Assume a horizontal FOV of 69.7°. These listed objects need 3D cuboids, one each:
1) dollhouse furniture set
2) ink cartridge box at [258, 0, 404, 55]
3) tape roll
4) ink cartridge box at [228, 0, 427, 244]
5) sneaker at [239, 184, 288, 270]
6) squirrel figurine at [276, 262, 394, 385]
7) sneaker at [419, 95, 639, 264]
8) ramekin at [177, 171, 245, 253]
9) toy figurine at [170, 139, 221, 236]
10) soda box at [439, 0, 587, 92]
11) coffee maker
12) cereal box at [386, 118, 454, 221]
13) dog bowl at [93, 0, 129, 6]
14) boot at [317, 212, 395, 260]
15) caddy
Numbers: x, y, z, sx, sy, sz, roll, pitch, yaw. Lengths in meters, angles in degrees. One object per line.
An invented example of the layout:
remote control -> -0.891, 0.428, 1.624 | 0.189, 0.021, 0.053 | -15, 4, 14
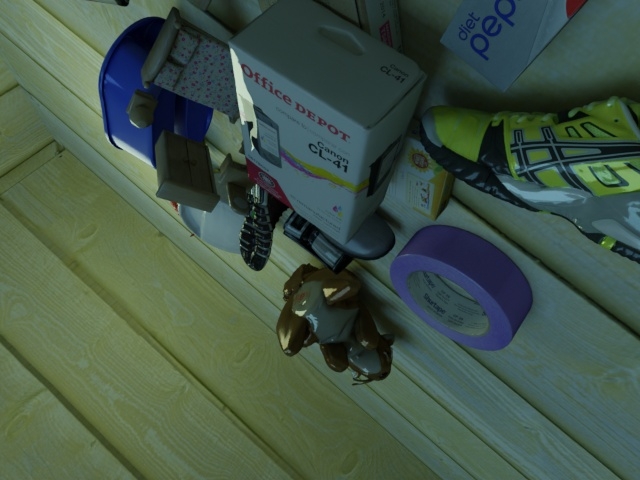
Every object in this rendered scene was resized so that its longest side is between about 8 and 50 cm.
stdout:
dollhouse furniture set -> -0.174, -0.238, 0.869 | 0.303, 0.355, 0.174 | 16, -141, -37
ink cartridge box -> 0.016, -0.307, 0.668 | 0.193, 0.088, 0.235 | 25, 151, 35
tape roll -> 0.279, 0.100, 0.941 | 0.274, 0.090, 0.275 | 34, 155, 19
ink cartridge box -> -0.001, -0.157, 0.683 | 0.226, 0.131, 0.306 | 36, 159, 14
sneaker -> -0.114, -0.061, 1.177 | 0.106, 0.162, 0.282 | 30, 126, 31
squirrel figurine -> 0.061, 0.257, 1.417 | 0.370, 0.281, 0.397 | 41, 178, -27
sneaker -> 0.297, -0.107, 0.550 | 0.384, 0.145, 0.147 | 31, 124, 32
ramekin -> -0.277, -0.087, 1.382 | 0.272, 0.127, 0.273 | 15, 147, 10
toy figurine -> -0.452, -0.216, 1.469 | 0.217, 0.191, 0.363 | 35, 155, 30
soda box -> 0.221, -0.269, 0.398 | 0.098, 0.091, 0.286 | 41, 157, 4
coffee maker -> 0.000, 0.000, 1.179 | 0.178, 0.120, 0.171 | 39, 158, 12
cereal box -> 0.123, -0.152, 0.811 | 0.240, 0.047, 0.173 | 34, 157, 22
dog bowl -> -0.396, -0.532, 0.618 | 0.408, 0.150, 0.409 | 167, 90, -80
boot -> 0.012, -0.097, 0.944 | 0.338, 0.118, 0.223 | 36, 169, 13
caddy -> -0.378, -0.329, 1.051 | 0.179, 0.241, 0.341 | 34, 143, 5
